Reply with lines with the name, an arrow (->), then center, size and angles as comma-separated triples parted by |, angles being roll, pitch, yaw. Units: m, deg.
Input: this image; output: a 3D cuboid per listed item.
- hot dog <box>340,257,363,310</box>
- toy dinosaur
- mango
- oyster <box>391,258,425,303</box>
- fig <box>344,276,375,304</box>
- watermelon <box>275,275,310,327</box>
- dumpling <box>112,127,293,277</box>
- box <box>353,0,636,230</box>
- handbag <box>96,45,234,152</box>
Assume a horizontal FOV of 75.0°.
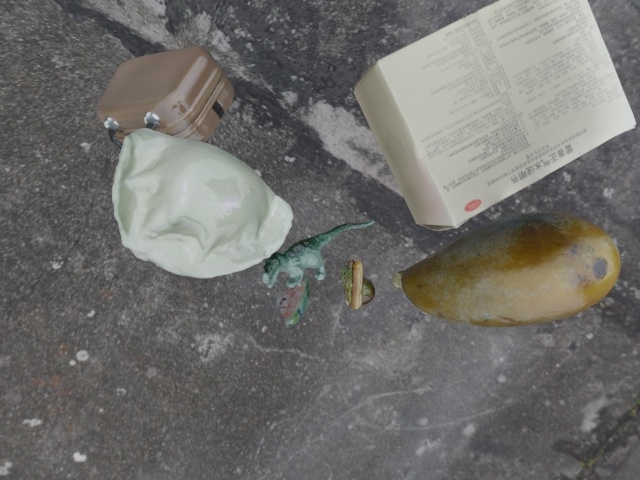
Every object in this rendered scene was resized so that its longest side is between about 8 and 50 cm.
hot dog -> 0.074, 0.105, 1.000 | 0.041, 0.056, 0.133 | -6, 105, -22
toy dinosaur -> -0.013, 0.040, 0.900 | 0.383, 0.076, 0.129 | -29, 146, -55
mango -> 0.247, 0.046, 0.611 | 0.192, 0.316, 0.146 | -25, 100, -44
oyster -> 0.386, 0.180, 1.489 | 0.214, 0.083, 0.223 | -19, 75, -19
fig -> 0.121, 0.169, 1.406 | 0.154, 0.109, 0.103 | 5, 85, -54
watermelon -> -0.097, 0.220, 1.476 | 0.071, 0.139, 0.187 | 46, 58, -40
dumpling -> -0.163, -0.037, 0.574 | 0.252, 0.131, 0.179 | 26, 65, -26
box -> 0.167, -0.131, 0.414 | 0.212, 0.095, 0.168 | -28, 95, -6
handbag -> -0.378, -0.302, 0.972 | 0.149, 0.301, 0.283 | 56, 45, -52
